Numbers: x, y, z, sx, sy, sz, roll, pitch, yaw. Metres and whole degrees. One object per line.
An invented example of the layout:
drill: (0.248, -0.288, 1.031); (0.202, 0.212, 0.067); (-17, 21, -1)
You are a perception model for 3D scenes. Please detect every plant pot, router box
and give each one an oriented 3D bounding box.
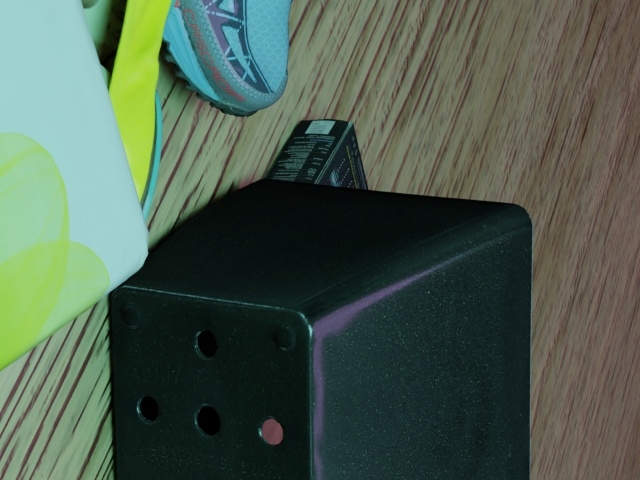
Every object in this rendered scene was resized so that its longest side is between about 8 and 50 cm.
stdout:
plant pot: (-0.010, 0.076, 1.025); (0.167, 0.188, 0.187); (-14, 107, -53)
router box: (0.000, 0.000, 1.196); (0.092, 0.038, 0.122); (-62, 147, -46)

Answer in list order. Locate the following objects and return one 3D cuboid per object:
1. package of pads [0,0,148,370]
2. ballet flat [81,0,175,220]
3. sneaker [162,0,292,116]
package of pads: (-0.176, -0.083, 0.631); (0.229, 0.101, 0.297); (-39, 118, -60)
ballet flat: (-0.110, -0.090, 0.895); (0.077, 0.077, 0.231); (33, 58, -40)
sneaker: (-0.025, -0.192, 0.994); (0.104, 0.125, 0.262); (-26, 118, -64)
